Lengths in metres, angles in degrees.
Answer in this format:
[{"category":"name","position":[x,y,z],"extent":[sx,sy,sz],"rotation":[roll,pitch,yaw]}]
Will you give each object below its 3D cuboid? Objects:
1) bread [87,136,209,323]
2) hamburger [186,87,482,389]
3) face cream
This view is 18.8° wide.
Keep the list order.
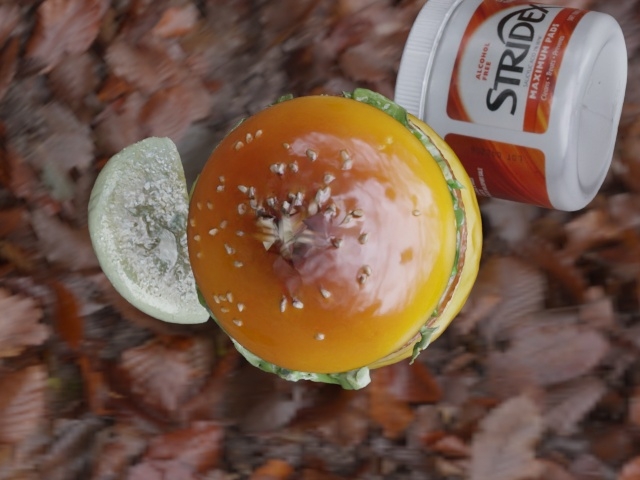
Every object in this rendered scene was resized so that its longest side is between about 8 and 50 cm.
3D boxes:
[{"category":"bread","position":[-0.173,-0.010,1.889],"extent":[0.112,0.036,0.193],"rotation":[-4,76,-36]},{"category":"hamburger","position":[0.002,0.000,1.521],"extent":[0.246,0.170,0.246],"rotation":[0,91,19]},{"category":"face cream","position":[0.194,-0.141,1.946],"extent":[0.187,0.201,0.201],"rotation":[12,78,21]}]
